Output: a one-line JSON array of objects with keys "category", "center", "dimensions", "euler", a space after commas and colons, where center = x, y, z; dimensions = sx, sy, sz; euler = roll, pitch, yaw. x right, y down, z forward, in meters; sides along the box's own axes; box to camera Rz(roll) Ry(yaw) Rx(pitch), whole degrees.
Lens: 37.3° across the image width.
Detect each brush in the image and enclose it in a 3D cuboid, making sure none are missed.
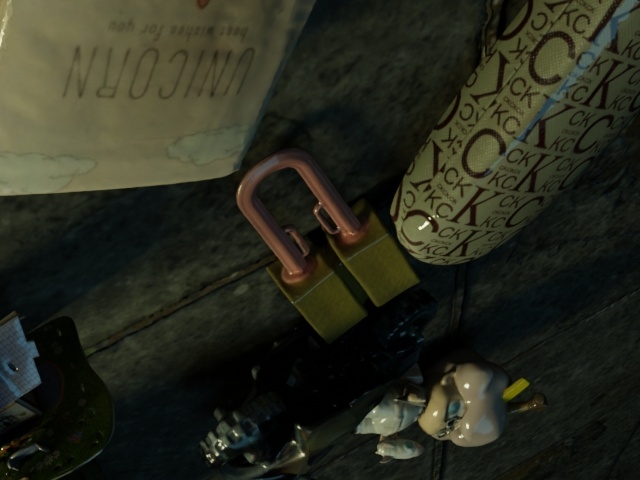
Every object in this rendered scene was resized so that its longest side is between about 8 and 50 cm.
[{"category": "brush", "center": [0.000, 0.000, 0.731], "dimensions": [0.103, 0.047, 0.233], "euler": [-35, 149, 1]}]

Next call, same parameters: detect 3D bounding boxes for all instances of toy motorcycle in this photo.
[{"category": "toy motorcycle", "center": [-0.001, 0.143, 0.878], "dimensions": [0.270, 0.106, 0.159], "euler": [-29, 155, -31]}]

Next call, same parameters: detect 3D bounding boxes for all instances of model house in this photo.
[{"category": "model house", "center": [-0.230, 0.111, 0.602], "dimensions": [0.167, 0.117, 0.088], "euler": [-31, 146, 1]}]

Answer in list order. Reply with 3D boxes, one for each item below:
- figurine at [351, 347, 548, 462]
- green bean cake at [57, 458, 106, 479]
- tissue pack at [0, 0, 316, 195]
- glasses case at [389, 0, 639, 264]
[{"category": "figurine", "center": [0.135, 0.180, 1.063], "dimensions": [0.229, 0.112, 0.137], "euler": [-3, 131, -23]}, {"category": "green bean cake", "center": [-0.281, 0.312, 0.825], "dimensions": [0.255, 0.132, 0.241], "euler": [-22, 151, -21]}, {"category": "tissue pack", "center": [-0.062, -0.156, 0.425], "dimensions": [0.170, 0.071, 0.325], "euler": [-9, 141, -39]}, {"category": "glasses case", "center": [0.182, -0.116, 0.702], "dimensions": [0.137, 0.085, 0.354], "euler": [2, 134, -48]}]
